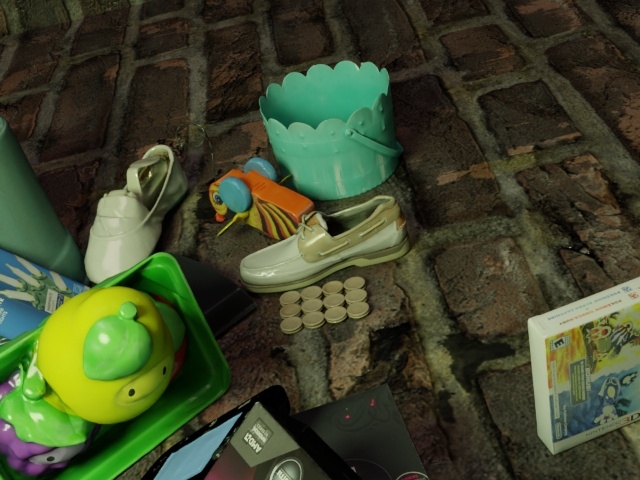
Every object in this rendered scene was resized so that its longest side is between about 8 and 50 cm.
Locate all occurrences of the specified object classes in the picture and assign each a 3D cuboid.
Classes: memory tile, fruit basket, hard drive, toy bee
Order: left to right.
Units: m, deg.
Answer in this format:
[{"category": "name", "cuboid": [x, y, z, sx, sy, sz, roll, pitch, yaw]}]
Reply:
[{"category": "fruit basket", "cuboid": [-0.291, 0.185, 1.363, 0.392, 0.283, 0.392, -21, 19, 8]}, {"category": "hard drive", "cuboid": [-0.248, 0.098, 1.708, 0.172, 0.054, 0.254, -35, 37, -31]}, {"category": "toy bee", "cuboid": [-0.139, -0.086, 1.900, 0.195, 0.162, 0.298, -20, 56, -26]}, {"category": "memory tile", "cuboid": [0.005, 0.105, 1.638, 0.148, 0.012, 0.113, -13, 31, 3]}]

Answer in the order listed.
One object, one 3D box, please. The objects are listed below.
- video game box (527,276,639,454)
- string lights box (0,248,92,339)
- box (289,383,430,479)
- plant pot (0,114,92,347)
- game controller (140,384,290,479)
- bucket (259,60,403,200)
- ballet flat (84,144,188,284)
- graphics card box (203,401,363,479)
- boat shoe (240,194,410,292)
[{"category": "video game box", "cuboid": [0.355, 0.152, 1.241, 0.187, 0.205, 0.048, -21, 36, -11]}, {"category": "string lights box", "cuboid": [-0.493, 0.096, 1.637, 0.077, 0.259, 0.133, -54, 25, 20]}, {"category": "box", "cuboid": [0.049, 0.317, 1.156, 0.165, 0.143, 0.270, -17, 31, -5]}, {"category": "plant pot", "cuboid": [-0.623, -0.028, 1.794, 0.341, 0.334, 0.341, -11, 32, 7]}, {"category": "game controller", "cuboid": [-0.154, 0.278, 1.225, 0.319, 0.067, 0.166, -36, 21, 43]}, {"category": "bucket", "cuboid": [0.025, -0.217, 1.981, 0.281, 0.183, 0.281, -10, 32, 6]}, {"category": "ballet flat", "cuboid": [-0.361, -0.064, 1.924, 0.139, 0.139, 0.400, -4, 30, 16]}, {"category": "graphics card box", "cuboid": [-0.083, 0.374, 0.985, 0.371, 0.094, 0.233, -55, 38, 1]}, {"category": "boat shoe", "cuboid": [0.000, 0.000, 1.719, 0.302, 0.103, 0.113, -17, 31, -5]}]
